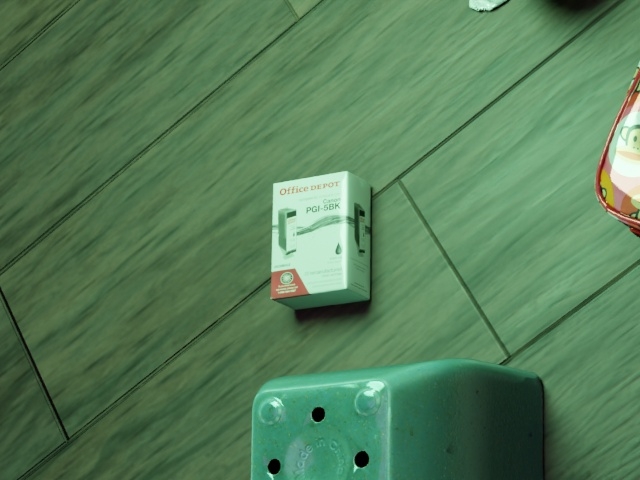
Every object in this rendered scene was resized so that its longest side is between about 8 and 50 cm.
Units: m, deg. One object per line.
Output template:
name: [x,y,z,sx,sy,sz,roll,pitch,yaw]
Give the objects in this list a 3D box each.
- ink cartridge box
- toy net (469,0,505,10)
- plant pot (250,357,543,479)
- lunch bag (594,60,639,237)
ink cartridge box: [0.000,0.000,1.890,0.099,0.056,0.135,-9,71,28]
toy net: [0.205,-0.366,1.894,0.122,0.045,0.232,28,90,33]
plant pot: [0.054,0.232,1.671,0.247,0.252,0.248,-9,70,28]
lunch bag: [0.414,-0.064,1.634,0.293,0.120,0.258,21,87,33]
